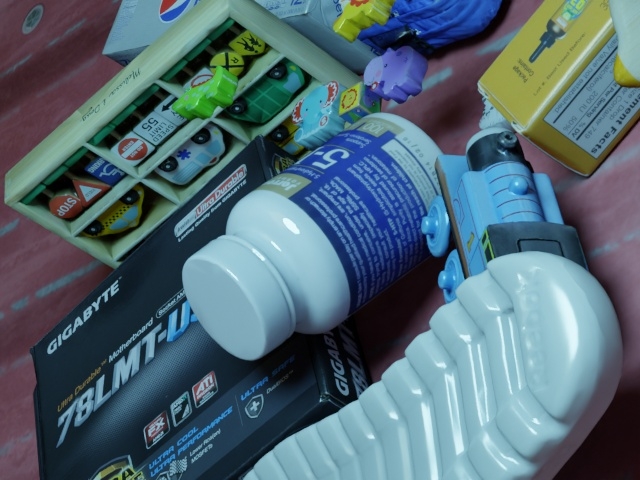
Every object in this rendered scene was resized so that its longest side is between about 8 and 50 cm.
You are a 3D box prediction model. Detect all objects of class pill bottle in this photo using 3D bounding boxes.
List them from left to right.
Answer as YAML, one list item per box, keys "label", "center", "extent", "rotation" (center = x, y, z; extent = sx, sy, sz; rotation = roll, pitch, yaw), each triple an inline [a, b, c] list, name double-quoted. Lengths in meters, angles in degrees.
- label: "pill bottle"
  center: [0.000, 0.000, 1.356]
  extent: [0.186, 0.112, 0.112]
  rotation: [-35, 23, -31]

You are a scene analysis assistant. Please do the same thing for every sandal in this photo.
- label: "sandal"
  center: [0.067, 0.167, 1.228]
  extent: [0.416, 0.102, 0.169]
  rotation: [-46, 49, 40]

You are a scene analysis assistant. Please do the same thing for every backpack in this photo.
- label: "backpack"
  center: [0.079, -0.198, 1.494]
  extent: [0.120, 0.101, 0.098]
  rotation: [-7, 65, 44]

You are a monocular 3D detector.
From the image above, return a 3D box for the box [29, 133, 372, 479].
- label: "box"
  center: [-0.101, 0.111, 1.504]
  extent: [0.295, 0.073, 0.293]
  rotation: [-40, 39, 23]

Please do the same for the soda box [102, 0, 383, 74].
- label: "soda box"
  center: [-0.057, -0.189, 1.653]
  extent: [0.286, 0.098, 0.091]
  rotation: [-4, 62, 50]

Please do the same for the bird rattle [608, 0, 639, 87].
- label: "bird rattle"
  center: [0.271, -0.182, 1.206]
  extent: [0.143, 0.253, 0.207]
  rotation: [-65, -21, -77]

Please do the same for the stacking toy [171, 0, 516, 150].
- label: "stacking toy"
  center: [0.025, -0.108, 1.429]
  extent: [0.221, 0.167, 0.052]
  rotation: [-25, 46, 39]

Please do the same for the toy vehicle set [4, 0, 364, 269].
- label: "toy vehicle set"
  center: [-0.107, -0.077, 1.568]
  extent: [0.267, 0.166, 0.035]
  rotation: [-38, 38, 27]

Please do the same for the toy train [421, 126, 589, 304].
- label: "toy train"
  center: [0.121, 0.007, 1.274]
  extent: [0.105, 0.080, 0.184]
  rotation: [109, 159, -45]

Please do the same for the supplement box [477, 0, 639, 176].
- label: "supplement box"
  center: [0.215, -0.160, 1.316]
  extent: [0.233, 0.080, 0.078]
  rotation: [-48, 35, 11]
